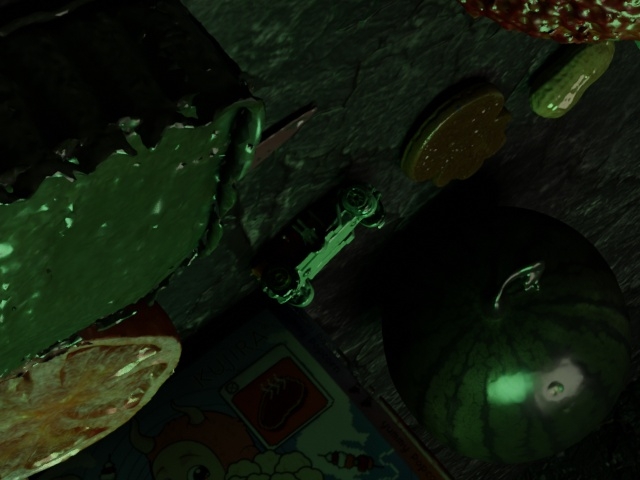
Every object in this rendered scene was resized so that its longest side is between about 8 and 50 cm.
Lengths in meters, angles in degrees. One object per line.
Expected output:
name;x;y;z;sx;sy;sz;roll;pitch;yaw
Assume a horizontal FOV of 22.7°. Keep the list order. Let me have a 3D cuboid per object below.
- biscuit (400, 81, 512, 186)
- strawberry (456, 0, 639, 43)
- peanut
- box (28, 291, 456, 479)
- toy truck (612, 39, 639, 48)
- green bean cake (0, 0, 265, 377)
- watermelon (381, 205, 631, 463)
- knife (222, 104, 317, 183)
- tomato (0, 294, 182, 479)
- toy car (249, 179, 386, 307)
biscuit;0.135;-0.103;1.579;0.124;0.026;0.175;-43;160;7
strawberry;0.212;-0.256;1.151;0.288;0.250;0.238;-28;-157;27
peanut;0.258;-0.172;1.632;0.113;0.054;0.054;-46;160;6
box;-0.081;0.291;1.569;0.349;0.318;0.257;-35;157;-15
toy truck;0.312;-0.247;1.509;0.259;0.128;0.135;-14;114;-53
green bean cake;-0.174;-0.025;1.023;0.241;0.132;0.255;-29;159;-29
watermelon;0.205;0.104;1.771;0.279;0.279;0.359;-40;161;-4
knife;-0.097;-0.036;1.306;0.247;0.018;0.035;-37;158;-16
tomato;-0.227;0.099;1.228;0.237;0.095;0.237;-29;160;-11
toy car;0.000;0.000;1.506;0.143;0.054;0.073;-47;161;2
